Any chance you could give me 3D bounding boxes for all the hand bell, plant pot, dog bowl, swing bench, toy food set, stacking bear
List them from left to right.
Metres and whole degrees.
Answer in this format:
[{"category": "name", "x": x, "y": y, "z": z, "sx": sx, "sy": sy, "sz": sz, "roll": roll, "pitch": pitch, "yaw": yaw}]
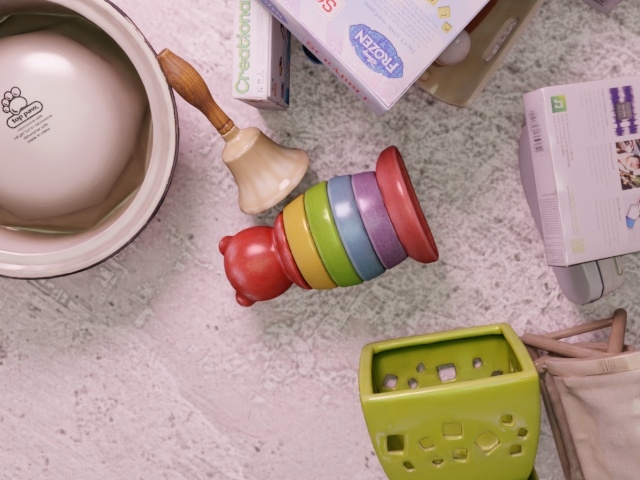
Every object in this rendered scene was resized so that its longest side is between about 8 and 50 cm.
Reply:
[{"category": "dog bowl", "x": -0.397, "y": -0.158, "z": 1.129, "sx": 0.407, "sy": 0.150, "sz": 0.408, "roll": -1, "pitch": 100, "yaw": -5}, {"category": "hand bell", "x": -0.135, "y": -0.161, "z": 1.095, "sx": 0.126, "sy": 0.126, "sz": 0.242, "roll": -38, "pitch": 120, "yaw": 7}, {"category": "stacking bear", "x": 0.000, "y": 0.000, "z": 1.139, "sx": 0.289, "sy": 0.164, "sz": 0.175, "roll": -21, "pitch": 92, "yaw": 11}, {"category": "toy food set", "x": 0.132, "y": -0.347, "z": 1.044, "sx": 0.306, "sy": 0.092, "sz": 0.220, "roll": 36, "pitch": 86, "yaw": -13}, {"category": "plant pot", "x": 0.181, "y": 0.254, "z": 1.108, "sx": 0.227, "sy": 0.228, "sz": 0.207, "roll": -10, "pitch": 101, "yaw": 6}, {"category": "swing bench", "x": 0.393, "y": 0.246, "z": 1.066, "sx": 0.165, "sy": 0.254, "sz": 0.253, "roll": -17, "pitch": 93, "yaw": 7}]

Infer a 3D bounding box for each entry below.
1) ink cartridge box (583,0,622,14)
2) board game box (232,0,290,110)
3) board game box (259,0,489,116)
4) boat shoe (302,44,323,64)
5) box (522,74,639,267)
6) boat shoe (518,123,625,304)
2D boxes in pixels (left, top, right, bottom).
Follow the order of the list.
[{"category": "ink cartridge box", "x": 0.366, "y": -0.513, "z": 1.069, "sx": 0.271, "sy": 0.130, "sz": 0.309, "roll": 33, "pitch": 96, "yaw": 2}, {"category": "board game box", "x": -0.075, "y": -0.336, "z": 1.094, "sx": 0.053, "sy": 0.193, "sz": 0.305, "roll": 2, "pitch": 94, "yaw": 5}, {"category": "board game box", "x": 0.067, "y": -0.373, "z": 0.969, "sx": 0.318, "sy": 0.066, "sz": 0.318, "roll": 44, "pitch": 85, "yaw": -5}, {"category": "boat shoe", "x": 0.088, "y": -0.335, "z": 1.130, "sx": 0.109, "sy": 0.089, "sz": 0.258, "roll": 45, "pitch": 96, "yaw": 0}, {"category": "box", "x": 0.437, "y": -0.105, "z": 1.080, "sx": 0.321, "sy": 0.058, "sz": 0.232, "roll": -9, "pitch": 93, "yaw": -14}, {"category": "boat shoe", "x": 0.358, "y": -0.048, "z": 1.131, "sx": 0.088, "sy": 0.096, "sz": 0.268, "roll": -18, "pitch": 87, "yaw": -19}]
